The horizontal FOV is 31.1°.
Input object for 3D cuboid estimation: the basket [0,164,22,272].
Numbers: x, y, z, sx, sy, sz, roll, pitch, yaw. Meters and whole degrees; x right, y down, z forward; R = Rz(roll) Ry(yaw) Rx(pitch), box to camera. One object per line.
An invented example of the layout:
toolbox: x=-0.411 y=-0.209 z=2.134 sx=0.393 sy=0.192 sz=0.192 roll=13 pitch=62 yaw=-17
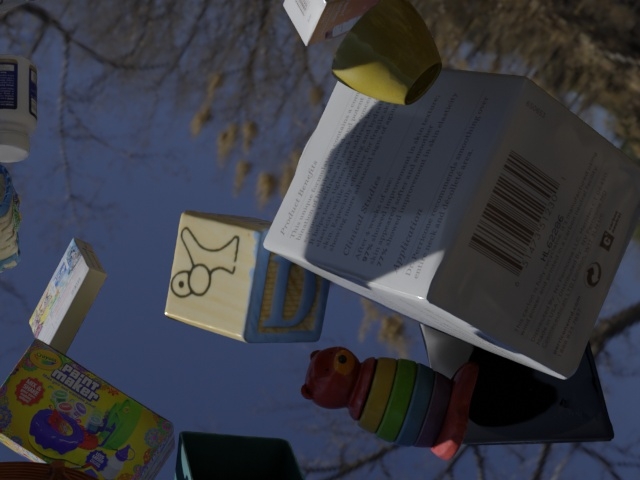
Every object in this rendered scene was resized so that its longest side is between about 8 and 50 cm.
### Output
basket: x=-0.715 y=-0.086 z=2.301 sx=0.255 sy=0.201 sz=0.289 roll=-116 pitch=2 yaw=-54

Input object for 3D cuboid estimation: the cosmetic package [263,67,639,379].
cosmetic package: x=0.197 y=-0.042 z=1.689 sx=0.327 sy=0.329 sz=0.393 roll=28 pitch=175 yaw=-37

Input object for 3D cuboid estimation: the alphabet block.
alphabet block: x=-0.116 y=0.061 z=1.925 sx=0.197 sy=0.192 sz=0.193 roll=14 pitch=-177 yaw=40

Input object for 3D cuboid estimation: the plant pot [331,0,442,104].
plant pot: x=0.094 y=-0.223 z=1.429 sx=0.095 sy=0.134 sz=0.134 roll=43 pitch=-160 yaw=15

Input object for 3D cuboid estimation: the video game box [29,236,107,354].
video game box: x=-0.502 y=0.117 z=2.278 sx=0.048 sy=0.205 sz=0.187 roll=25 pitch=-171 yaw=-30

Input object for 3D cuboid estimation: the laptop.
laptop: x=0.384 y=0.133 z=2.086 sx=0.236 sy=0.382 sz=0.408 roll=47 pitch=-124 yaw=-22

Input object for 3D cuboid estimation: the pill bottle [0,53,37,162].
pill bottle: x=-0.601 y=-0.251 z=2.211 sx=0.112 sy=0.112 sz=0.187 roll=16 pitch=-119 yaw=-44

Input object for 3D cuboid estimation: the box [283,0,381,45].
box: x=0.044 y=-0.411 z=1.894 sx=0.170 sy=0.130 sz=0.091 roll=-22 pitch=-106 yaw=-23

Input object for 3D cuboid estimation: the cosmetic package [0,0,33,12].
cosmetic package: x=-0.508 y=-0.557 z=1.689 sx=0.385 sy=0.156 sz=0.217 roll=69 pitch=-175 yaw=-46

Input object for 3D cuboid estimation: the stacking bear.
stacking bear: x=0.112 y=0.273 z=2.048 sx=0.289 sy=0.164 sz=0.175 roll=18 pitch=-126 yaw=0

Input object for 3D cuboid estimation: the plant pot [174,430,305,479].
plant pot: x=-0.130 y=0.420 z=1.643 sx=0.165 sy=0.234 sz=0.166 roll=7 pitch=-163 yaw=-17

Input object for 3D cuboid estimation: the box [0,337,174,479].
box: x=-0.432 y=0.351 z=2.098 sx=0.290 sy=0.177 sz=0.279 roll=31 pitch=161 yaw=5

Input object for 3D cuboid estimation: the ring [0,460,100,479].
ring: x=-0.444 y=0.372 z=1.590 sx=0.336 sy=0.032 sz=0.336 roll=3 pitch=-165 yaw=-1
